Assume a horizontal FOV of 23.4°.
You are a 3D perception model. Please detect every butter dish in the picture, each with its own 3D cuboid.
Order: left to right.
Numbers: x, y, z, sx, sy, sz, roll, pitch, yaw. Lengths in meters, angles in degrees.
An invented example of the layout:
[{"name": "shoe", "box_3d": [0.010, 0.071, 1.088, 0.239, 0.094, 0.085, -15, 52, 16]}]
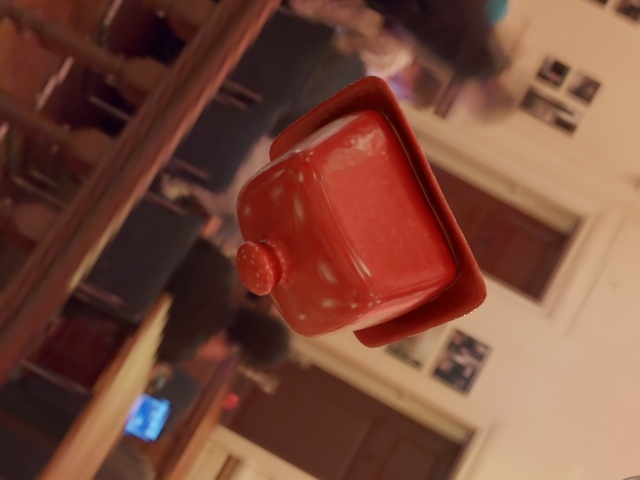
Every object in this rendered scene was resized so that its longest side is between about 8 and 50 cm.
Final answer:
[{"name": "butter dish", "box_3d": [0.000, 0.000, 0.968, 0.118, 0.160, 0.160, -24, 178, -33]}]

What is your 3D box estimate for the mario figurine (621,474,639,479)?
[{"name": "mario figurine", "box_3d": [0.350, 0.268, 1.248, 0.321, 0.198, 0.170, 4, 155, -42]}]
